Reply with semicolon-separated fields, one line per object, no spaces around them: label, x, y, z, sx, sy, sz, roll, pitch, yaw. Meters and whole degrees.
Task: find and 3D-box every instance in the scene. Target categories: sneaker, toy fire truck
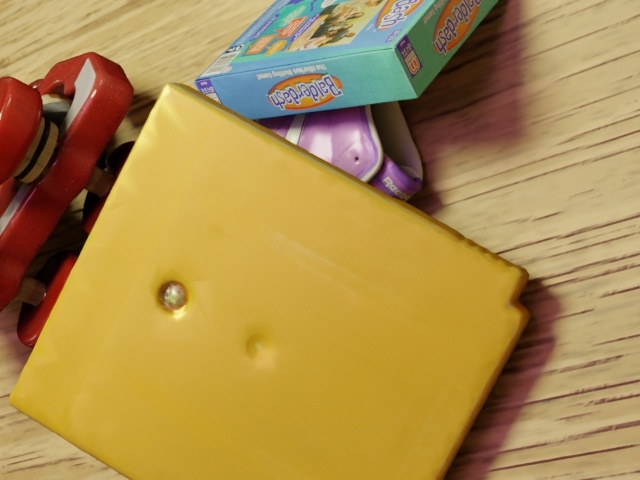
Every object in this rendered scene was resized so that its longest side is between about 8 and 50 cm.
sneaker;-0.001;-0.001;1.149;0.161;0.102;0.282;-6;73;38
toy fire truck;-0.288;-0.053;1.404;0.302;0.169;0.254;-57;28;12

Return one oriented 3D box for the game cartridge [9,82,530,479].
game cartridge;-0.038;0.078;1.092;0.324;0.053;0.285;29;98;12

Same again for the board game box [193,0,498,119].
board game box;0.024;-0.163;1.155;0.210;0.047;0.160;-3;36;43
